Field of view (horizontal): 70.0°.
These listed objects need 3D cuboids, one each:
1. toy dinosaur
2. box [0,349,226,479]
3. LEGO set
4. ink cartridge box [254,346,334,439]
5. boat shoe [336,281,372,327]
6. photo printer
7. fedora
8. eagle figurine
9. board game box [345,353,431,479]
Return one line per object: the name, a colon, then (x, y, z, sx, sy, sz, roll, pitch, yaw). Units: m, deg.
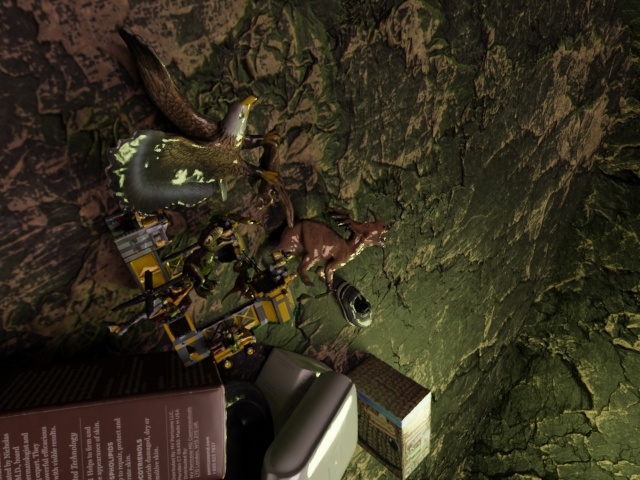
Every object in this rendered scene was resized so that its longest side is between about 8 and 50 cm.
toy dinosaur: (0.000, 0.000, 1.039, 0.295, 0.127, 0.201, 14, 91, -36)
box: (-0.331, 0.255, 0.629, 0.380, 0.191, 0.143, 0, 94, -18)
LEGO set: (-0.196, 0.022, 0.717, 0.254, 0.331, 0.192, -22, 124, -13)
ink cartridge box: (-0.107, 0.466, 1.144, 0.207, 0.119, 0.354, 33, 84, -50)
boat shoe: (0.108, 0.194, 1.278, 0.075, 0.064, 0.206, -49, 137, -18)
photo printer: (-0.021, 0.483, 1.009, 0.307, 0.107, 0.256, -43, 138, -50)
fedora: (-0.222, 0.424, 0.899, 0.334, 0.152, 0.335, -1, 90, -69)
eagle figurine: (-0.182, -0.155, 0.694, 0.298, 0.226, 0.225, 8, 115, -39)
board game box: (0.209, 0.549, 1.429, 0.141, 0.232, 0.291, -31, 128, -33)
